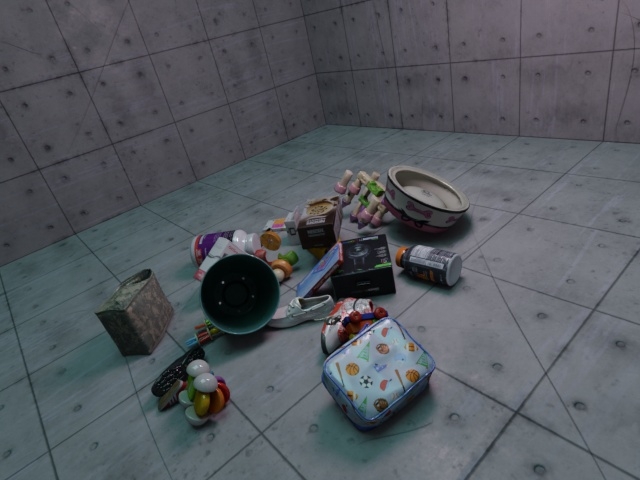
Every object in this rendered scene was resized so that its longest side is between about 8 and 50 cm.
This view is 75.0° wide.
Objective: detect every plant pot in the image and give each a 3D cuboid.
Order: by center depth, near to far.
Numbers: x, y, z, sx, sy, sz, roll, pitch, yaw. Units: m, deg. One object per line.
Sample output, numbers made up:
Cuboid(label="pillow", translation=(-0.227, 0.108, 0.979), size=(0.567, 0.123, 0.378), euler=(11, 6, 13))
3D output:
Cuboid(label="plant pot", translation=(-0.321, 0.210, 1.624), size=(0.293, 0.293, 0.235), euler=(-24, -1, -18))

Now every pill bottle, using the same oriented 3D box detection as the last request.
Cuboid(label="pill bottle", translation=(0.422, 0.090, 1.659), size=(0.245, 0.130, 0.130), euler=(14, 39, 42))
Cuboid(label="pill bottle", translation=(-0.470, 0.045, 2.084), size=(0.322, 0.182, 0.181), euler=(-8, 29, 12))

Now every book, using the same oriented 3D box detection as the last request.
Cuboid(label="book", translation=(-0.245, -0.087, 2.382), size=(0.144, 0.035, 0.096), euler=(-4, 33, 19))

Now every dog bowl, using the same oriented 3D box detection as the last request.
Cuboid(label="dog bowl", translation=(0.482, -0.191, 1.970), size=(0.407, 0.150, 0.408), euler=(14, 32, -9))

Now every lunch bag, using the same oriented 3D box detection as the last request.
Cuboid(label="lunch bag", translation=(0.165, 0.371, 1.212), size=(0.303, 0.115, 0.243), euler=(-29, 54, -26))
Cuboid(label="lunch bag", translation=(-0.737, 0.284, 1.712), size=(0.168, 0.235, 0.287), euler=(-8, 29, 16))

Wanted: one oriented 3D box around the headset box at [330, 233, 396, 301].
Cuboid(label="headset box", translation=(0.172, 0.114, 1.726), size=(0.246, 0.131, 0.283), euler=(-10, 29, 9))

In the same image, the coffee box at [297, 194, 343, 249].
Cuboid(label="coffee box", translation=(0.005, -0.091, 1.955), size=(0.168, 0.119, 0.297), euler=(-7, 30, 12))

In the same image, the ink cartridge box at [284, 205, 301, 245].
Cuboid(label="ink cartridge box", translation=(-0.136, -0.078, 2.158), size=(0.060, 0.180, 0.104), euler=(-5, 29, 16))

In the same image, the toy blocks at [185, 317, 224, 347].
Cuboid(label="toy blocks", translation=(-0.465, 0.359, 1.649), size=(0.148, 0.054, 0.123), euler=(-24, 30, -17))

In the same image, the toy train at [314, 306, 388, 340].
Cuboid(label="toy train", translation=(0.112, 0.311, 1.359), size=(0.248, 0.105, 0.143), euler=(-5, 62, -15))

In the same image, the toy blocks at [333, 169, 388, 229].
Cuboid(label="toy blocks", translation=(0.241, -0.185, 2.191), size=(0.309, 0.260, 0.288), euler=(-8, 48, -45))

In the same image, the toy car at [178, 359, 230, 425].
Cuboid(label="toy car", translation=(-0.359, 0.477, 1.322), size=(0.136, 0.159, 0.182), euler=(10, 12, -35))

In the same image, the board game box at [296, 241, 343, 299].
Cuboid(label="board game box", translation=(-0.006, 0.139, 1.689), size=(0.281, 0.027, 0.145), euler=(-48, 19, 23))

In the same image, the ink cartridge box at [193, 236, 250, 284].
Cuboid(label="ink cartridge box", translation=(-0.436, 0.118, 1.873), size=(0.092, 0.158, 0.218), euler=(13, 69, 44))

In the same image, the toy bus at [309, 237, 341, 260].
Cuboid(label="toy bus", translation=(0.000, 0.000, 2.035), size=(0.130, 0.108, 0.332), euler=(-25, 31, -17))

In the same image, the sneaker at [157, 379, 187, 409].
Cuboid(label="sneaker", translation=(-0.480, 0.522, 1.384), size=(0.118, 0.067, 0.042), euler=(-49, 36, 0))

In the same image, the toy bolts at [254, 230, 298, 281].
Cuboid(label="toy bolts", translation=(-0.254, 0.095, 1.905), size=(0.228, 0.218, 0.158), euler=(-17, 29, 35))

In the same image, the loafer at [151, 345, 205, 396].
Cuboid(label="loafer", translation=(-0.500, 0.463, 1.467), size=(0.078, 0.076, 0.223), euler=(-39, 3, 45))

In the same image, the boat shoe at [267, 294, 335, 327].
Cuboid(label="boat shoe", translation=(-0.082, 0.260, 1.610), size=(0.277, 0.096, 0.098), euler=(-13, 30, 3))

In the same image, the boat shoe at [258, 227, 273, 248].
Cuboid(label="boat shoe", translation=(-0.327, 0.000, 2.223), size=(0.075, 0.065, 0.206), euler=(13, 38, 40))

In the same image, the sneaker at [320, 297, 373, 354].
Cuboid(label="sneaker", translation=(0.105, 0.295, 1.472), size=(0.145, 0.090, 0.270), euler=(-3, 27, 24))
